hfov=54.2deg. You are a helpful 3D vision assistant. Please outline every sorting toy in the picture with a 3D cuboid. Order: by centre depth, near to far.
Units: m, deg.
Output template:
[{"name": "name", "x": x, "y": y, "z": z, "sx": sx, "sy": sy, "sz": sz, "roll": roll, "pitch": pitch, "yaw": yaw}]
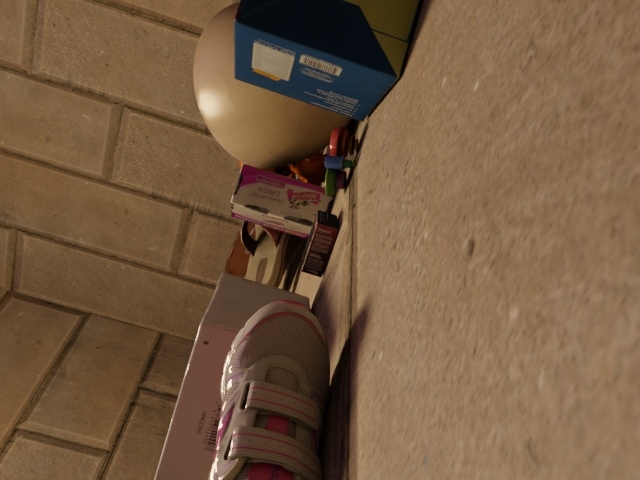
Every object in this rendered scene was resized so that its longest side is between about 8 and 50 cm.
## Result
[{"name": "sorting toy", "x": 0.033, "y": -0.111, "z": 0.892, "sx": 0.061, "sy": 0.042, "sz": 0.102, "roll": -38, "pitch": -45, "yaw": -74}]

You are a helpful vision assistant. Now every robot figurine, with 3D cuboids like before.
[{"name": "robot figurine", "x": -0.083, "y": -0.160, "z": 1.293, "sx": 0.291, "sy": 0.211, "sz": 0.085, "roll": -140, "pitch": 59, "yaw": -77}]

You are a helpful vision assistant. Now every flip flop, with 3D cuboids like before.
[{"name": "flip flop", "x": -0.120, "y": -0.008, "z": 1.256, "sx": 0.112, "sy": 0.080, "sz": 0.277, "roll": -24, "pitch": 46, "yaw": 39}]

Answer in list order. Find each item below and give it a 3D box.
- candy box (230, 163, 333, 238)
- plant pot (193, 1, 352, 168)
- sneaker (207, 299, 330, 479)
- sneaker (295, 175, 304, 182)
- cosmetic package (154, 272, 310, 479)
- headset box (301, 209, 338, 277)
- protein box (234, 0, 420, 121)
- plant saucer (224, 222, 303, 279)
[{"name": "candy box", "x": -0.074, "y": -0.063, "z": 1.108, "sx": 0.233, "sy": 0.159, "sz": 0.071, "roll": 162, "pitch": 124, "yaw": -81}, {"name": "plant pot", "x": -0.035, "y": -0.265, "z": 1.018, "sx": 0.191, "sy": 0.284, "sz": 0.284, "roll": 2, "pitch": 72, "yaw": 47}, {"name": "sneaker", "x": -0.039, "y": 0.173, "z": 0.522, "sx": 0.111, "sy": 0.102, "sz": 0.252, "roll": 141, "pitch": 139, "yaw": -72}, {"name": "sneaker", "x": -0.057, "y": -0.140, "z": 1.596, "sx": 0.115, "sy": 0.105, "sz": 0.281, "roll": 66, "pitch": 147, "yaw": 32}, {"name": "cosmetic package", "x": -0.103, "y": 0.187, "z": 0.794, "sx": 0.225, "sy": 0.138, "sz": 0.224, "roll": -110, "pitch": 37, "yaw": -77}, {"name": "headset box", "x": 0.000, "y": 0.000, "z": 0.876, "sx": 0.062, "sy": 0.032, "sz": 0.083, "roll": -89, "pitch": 16, "yaw": -69}, {"name": "protein box", "x": 0.002, "y": -0.269, "z": 0.805, "sx": 0.201, "sy": 0.199, "sz": 0.136, "roll": 156, "pitch": 131, "yaw": -82}, {"name": "plant saucer", "x": -0.129, "y": 0.000, "z": 1.412, "sx": 0.310, "sy": 0.050, "sz": 0.311, "roll": -42, "pitch": 28, "yaw": 29}]
